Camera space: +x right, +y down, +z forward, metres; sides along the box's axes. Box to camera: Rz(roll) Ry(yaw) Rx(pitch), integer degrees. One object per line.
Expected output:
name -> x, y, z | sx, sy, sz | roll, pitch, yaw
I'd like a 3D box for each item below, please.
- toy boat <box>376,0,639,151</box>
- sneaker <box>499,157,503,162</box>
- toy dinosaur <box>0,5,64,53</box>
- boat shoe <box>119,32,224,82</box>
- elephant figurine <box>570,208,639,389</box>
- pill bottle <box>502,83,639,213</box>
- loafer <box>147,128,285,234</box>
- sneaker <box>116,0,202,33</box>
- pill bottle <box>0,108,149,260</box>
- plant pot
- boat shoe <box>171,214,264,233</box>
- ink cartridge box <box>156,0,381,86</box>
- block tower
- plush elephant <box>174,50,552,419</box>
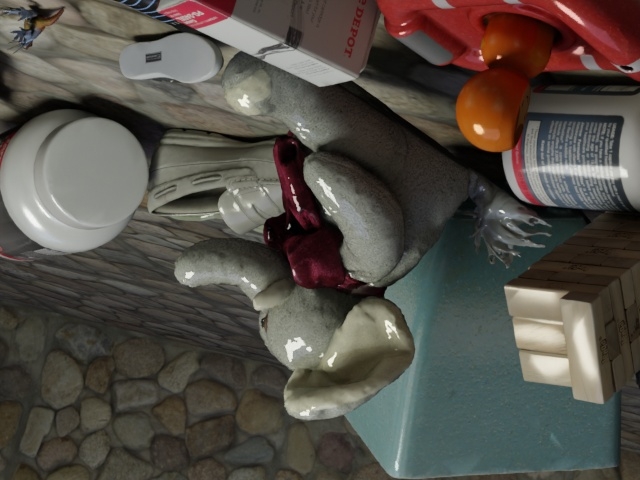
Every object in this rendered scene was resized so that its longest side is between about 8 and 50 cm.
toy boat -> 0.140, -0.135, 1.116 | 0.231, 0.151, 0.151 | 4, 163, 44
sneaker -> 0.266, -0.061, 1.534 | 0.170, 0.051, 0.089 | 24, 167, -13
toy dinosaur -> -0.292, -0.213, 1.598 | 0.090, 0.047, 0.082 | 3, -176, 11
boat shoe -> -0.140, -0.179, 1.548 | 0.142, 0.049, 0.040 | 6, -177, 44
elephant figurine -> 0.363, 0.026, 1.608 | 0.186, 0.239, 0.169 | -7, 160, -22
pill bottle -> 0.255, -0.077, 1.326 | 0.180, 0.108, 0.108 | 6, 164, 40
loafer -> -0.070, -0.058, 1.818 | 0.319, 0.111, 0.112 | 6, 165, 39
sneaker -> -0.140, -0.216, 1.285 | 0.232, 0.081, 0.090 | 15, 161, 0
pill bottle -> -0.329, -0.069, 1.955 | 0.176, 0.176, 0.318 | 22, 166, -24
plant pot -> 0.158, 0.072, 1.597 | 0.247, 0.252, 0.248 | -1, -163, -17
boat shoe -> -0.097, -0.062, 1.957 | 0.228, 0.068, 0.081 | 9, 131, 23
ink cartridge box -> -0.032, -0.193, 1.173 | 0.150, 0.109, 0.063 | 23, 165, -28
block tower -> 0.285, 0.020, 1.340 | 0.097, 0.091, 0.335 | 4, -155, 41
plush elephant -> 0.000, 0.000, 1.378 | 0.330, 0.255, 0.272 | 33, -171, -13
